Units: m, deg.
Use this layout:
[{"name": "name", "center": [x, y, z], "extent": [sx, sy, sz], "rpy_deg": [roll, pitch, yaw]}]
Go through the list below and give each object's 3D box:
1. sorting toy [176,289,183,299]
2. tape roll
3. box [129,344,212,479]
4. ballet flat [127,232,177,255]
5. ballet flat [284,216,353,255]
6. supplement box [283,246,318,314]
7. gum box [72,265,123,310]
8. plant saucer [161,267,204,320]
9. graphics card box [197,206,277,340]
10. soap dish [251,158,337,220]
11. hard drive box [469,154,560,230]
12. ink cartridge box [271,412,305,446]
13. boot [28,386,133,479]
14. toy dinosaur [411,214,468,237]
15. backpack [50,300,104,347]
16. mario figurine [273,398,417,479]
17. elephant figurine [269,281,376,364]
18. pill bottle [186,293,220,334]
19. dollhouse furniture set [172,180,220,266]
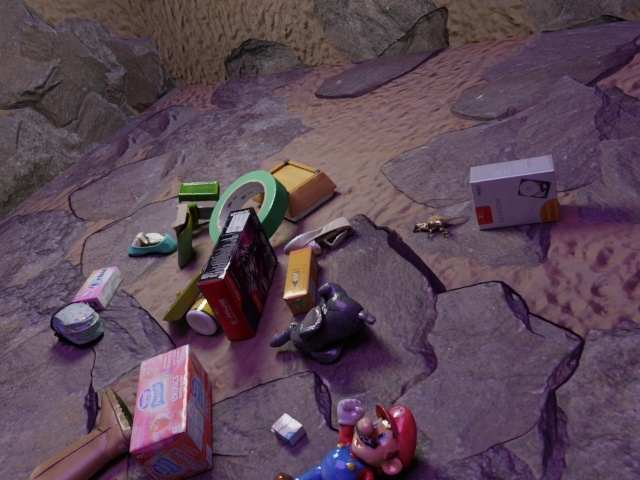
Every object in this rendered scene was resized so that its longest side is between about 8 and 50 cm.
[{"name": "sorting toy", "center": [-0.447, 0.171, 1.986], "extent": [0.061, 0.042, 0.102], "rpy_deg": [15, 47, 43]}, {"name": "tape roll", "center": [-0.264, -0.103, 2.134], "extent": [0.321, 0.077, 0.321], "rpy_deg": [-24, 48, 29]}, {"name": "box", "center": [-0.364, 0.428, 1.463], "extent": [0.142, 0.154, 0.300], "rpy_deg": [-20, 33, 2]}, {"name": "ballet flat", "center": [-0.677, 0.006, 2.318], "extent": [0.247, 0.087, 0.083], "rpy_deg": [-3, 37, 27]}, {"name": "ballet flat", "center": [0.000, 0.000, 1.952], "extent": [0.248, 0.086, 0.086], "rpy_deg": [-29, 33, -13]}, {"name": "supplement box", "center": [-0.057, 0.121, 1.804], "extent": [0.078, 0.080, 0.233], "rpy_deg": [-14, 32, 13]}, {"name": "gum box", "center": [-0.820, 0.183, 2.163], "extent": [0.107, 0.062, 0.188], "rpy_deg": [-11, 34, 16]}, {"name": "plant saucer", "center": [-0.421, 0.179, 1.868], "extent": [0.188, 0.045, 0.188], "rpy_deg": [-52, 9, -5]}, {"name": "graphics card box", "center": [-0.243, 0.093, 1.805], "extent": [0.094, 0.233, 0.371], "rpy_deg": [-12, 33, 16]}, {"name": "soap dish", "center": [-0.114, -0.202, 2.268], "extent": [0.229, 0.118, 0.291], "rpy_deg": [-37, 37, -22]}, {"name": "hard drive box", "center": [0.570, -0.137, 1.722], "extent": [0.232, 0.181, 0.089], "rpy_deg": [-7, 36, 22]}, {"name": "ink cartridge box", "center": [-0.081, 0.444, 1.389], "extent": [0.048, 0.028, 0.083], "rpy_deg": [-40, 37, -27]}, {"name": "boot", "center": [-0.623, 0.529, 1.525], "extent": [0.269, 0.089, 0.236], "rpy_deg": [-34, 34, -16]}, {"name": "toy dinosaur", "center": [0.372, -0.056, 1.835], "extent": [0.183, 0.053, 0.092], "rpy_deg": [-13, 32, 14]}, {"name": "backpack", "center": [-0.817, 0.279, 1.975], "extent": [0.182, 0.115, 0.152], "rpy_deg": [18, 47, 42]}, {"name": "mario figurine", "center": [0.049, 0.434, 1.191], "extent": [0.320, 0.170, 0.198], "rpy_deg": [-35, 69, -6]}, {"name": "elephant figurine", "center": [-0.002, 0.242, 1.556], "extent": [0.239, 0.186, 0.169], "rpy_deg": [-42, 80, -12]}, {"name": "pill bottle", "center": [-0.328, 0.197, 1.823], "extent": [0.103, 0.103, 0.184], "rpy_deg": [-1, 38, 28]}, {"name": "dollhouse furniture set", "center": [-0.460, -0.064, 2.225], "extent": [0.151, 0.197, 0.301], "rpy_deg": [-2, 37, -5]}]
